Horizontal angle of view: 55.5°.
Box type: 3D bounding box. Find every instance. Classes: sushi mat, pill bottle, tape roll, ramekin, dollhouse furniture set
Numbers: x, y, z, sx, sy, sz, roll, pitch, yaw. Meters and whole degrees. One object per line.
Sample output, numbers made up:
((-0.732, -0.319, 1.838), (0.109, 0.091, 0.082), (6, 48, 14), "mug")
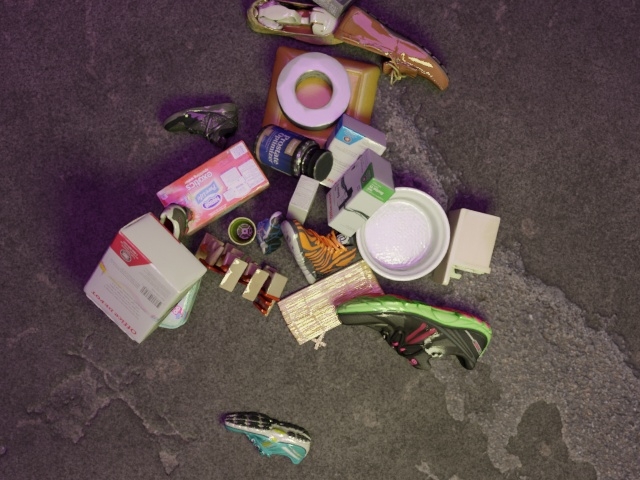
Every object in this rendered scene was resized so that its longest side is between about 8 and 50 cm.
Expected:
((0.037, 0.189, 1.899), (0.317, 0.019, 0.151), (-26, 90, -3), "sushi mat")
((-0.077, -0.248, 1.756), (0.219, 0.123, 0.122), (25, 89, 28), "pill bottle")
((-0.019, -0.438, 1.800), (0.220, 0.072, 0.219), (0, 89, -1), "tape roll")
((0.241, -0.019, 1.852), (0.278, 0.135, 0.276), (0, 89, -2), "ramekin")
((-0.238, 0.113, 1.794), (0.259, 0.262, 0.135), (28, 91, -33), "dollhouse furniture set")

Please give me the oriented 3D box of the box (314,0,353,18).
((0.014, -0.802, 1.847), (0.231, 0.056, 0.183), (38, 57, 0), "box")

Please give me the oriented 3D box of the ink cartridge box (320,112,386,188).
((0.080, -0.251, 1.811), (0.148, 0.085, 0.203), (24, 127, -16), "ink cartridge box")

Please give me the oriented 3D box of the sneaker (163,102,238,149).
((-0.362, -0.339, 1.861), (0.228, 0.087, 0.130), (-10, 84, -7), "sneaker")

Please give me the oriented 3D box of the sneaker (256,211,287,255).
((-0.156, -0.031, 1.814), (0.080, 0.211, 0.081), (-28, 74, -29), "sneaker")

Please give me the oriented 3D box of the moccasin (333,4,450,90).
((0.220, -0.558, 1.847), (0.380, 0.139, 0.146), (27, 106, -14), "moccasin")

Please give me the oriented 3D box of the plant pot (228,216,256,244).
((-0.236, -0.028, 1.867), (0.084, 0.079, 0.083), (0, 90, 0), "plant pot")

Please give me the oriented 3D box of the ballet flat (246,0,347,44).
((-0.055, -0.673, 1.857), (0.349, 0.123, 0.123), (6, 90, -2), "ballet flat")

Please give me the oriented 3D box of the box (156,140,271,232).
((-0.314, -0.153, 1.834), (0.300, 0.142, 0.154), (-33, 91, -1), "box")

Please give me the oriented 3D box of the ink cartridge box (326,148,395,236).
((0.111, -0.134, 1.751), (0.087, 0.153, 0.208), (28, 125, -24), "ink cartridge box")

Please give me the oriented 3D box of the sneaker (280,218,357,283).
((0.000, 0.000, 1.774), (0.180, 0.321, 0.124), (-27, 63, -2), "sneaker")

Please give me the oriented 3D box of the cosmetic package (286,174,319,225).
((-0.060, -0.097, 1.784), (0.061, 0.239, 0.098), (24, 70, 0), "cosmetic package")

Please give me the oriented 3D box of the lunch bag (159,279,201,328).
((-0.519, 0.143, 1.846), (0.280, 0.108, 0.223), (18, 92, -1), "lunch bag")

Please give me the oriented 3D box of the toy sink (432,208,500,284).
((0.444, 0.032, 1.850), (0.131, 0.153, 0.233), (14, 89, -2), "toy sink")

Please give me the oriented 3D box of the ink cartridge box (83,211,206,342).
((-0.480, 0.106, 1.649), (0.226, 0.131, 0.306), (45, 132, -1), "ink cartridge box")

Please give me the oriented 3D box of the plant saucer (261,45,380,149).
((-0.001, -0.420, 1.876), (0.333, 0.081, 0.332), (11, 90, -2), "plant saucer")

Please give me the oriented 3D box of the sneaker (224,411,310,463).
((-0.169, 0.607, 1.860), (0.276, 0.107, 0.109), (21, 99, -1), "sneaker")

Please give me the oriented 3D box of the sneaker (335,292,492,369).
((0.276, 0.280, 1.820), (0.484, 0.185, 0.202), (14, 90, -5), "sneaker")

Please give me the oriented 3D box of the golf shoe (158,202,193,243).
((-0.434, 0.030, 1.718), (0.105, 0.120, 0.272), (7, 101, 8), "golf shoe")

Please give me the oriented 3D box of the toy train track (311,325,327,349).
((0.002, 0.303, 1.905), (0.048, 0.014, 0.083), (25, 89, -1), "toy train track")
